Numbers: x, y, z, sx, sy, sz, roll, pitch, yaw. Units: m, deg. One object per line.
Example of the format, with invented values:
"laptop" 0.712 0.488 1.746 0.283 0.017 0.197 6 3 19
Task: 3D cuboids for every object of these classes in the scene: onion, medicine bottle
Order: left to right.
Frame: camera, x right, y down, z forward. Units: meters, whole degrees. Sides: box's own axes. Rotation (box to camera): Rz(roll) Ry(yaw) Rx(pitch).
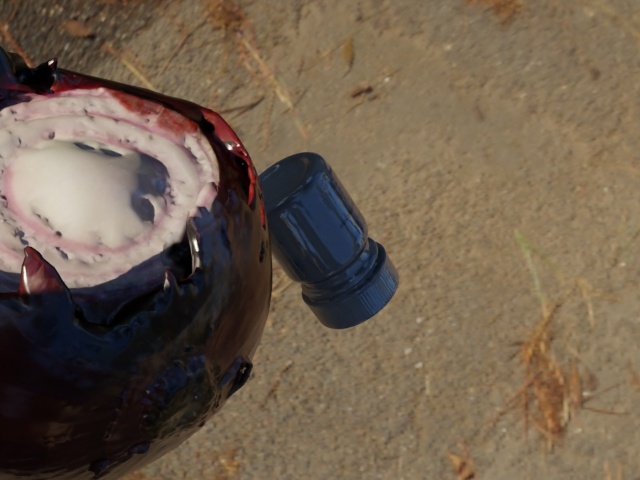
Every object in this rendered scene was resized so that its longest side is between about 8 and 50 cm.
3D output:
"onion" -0.191 0.040 0.749 0.341 0.341 0.341 4 80 -26
"medicine bottle" 0.000 0.000 1.038 0.105 0.105 0.168 -48 119 -24
